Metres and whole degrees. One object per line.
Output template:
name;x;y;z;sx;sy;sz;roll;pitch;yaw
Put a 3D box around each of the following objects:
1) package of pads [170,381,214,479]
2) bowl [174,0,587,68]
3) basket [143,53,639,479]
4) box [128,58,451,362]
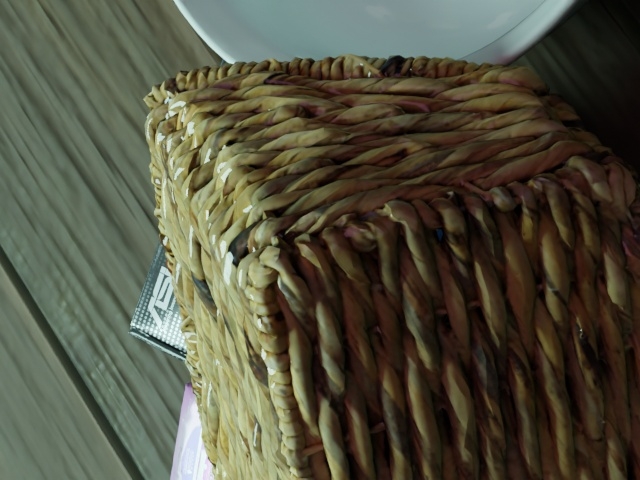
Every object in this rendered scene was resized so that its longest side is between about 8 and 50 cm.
package of pads;-0.058;0.125;1.118;0.050;0.032;0.083;12;94;32
bowl;0.059;-0.209;1.001;0.298;0.134;0.298;-1;87;32
basket;0.055;0.060;0.941;0.223;0.213;0.299;-127;24;-60
box;0.000;0.000;1.081;0.184;0.045;0.190;25;101;27
